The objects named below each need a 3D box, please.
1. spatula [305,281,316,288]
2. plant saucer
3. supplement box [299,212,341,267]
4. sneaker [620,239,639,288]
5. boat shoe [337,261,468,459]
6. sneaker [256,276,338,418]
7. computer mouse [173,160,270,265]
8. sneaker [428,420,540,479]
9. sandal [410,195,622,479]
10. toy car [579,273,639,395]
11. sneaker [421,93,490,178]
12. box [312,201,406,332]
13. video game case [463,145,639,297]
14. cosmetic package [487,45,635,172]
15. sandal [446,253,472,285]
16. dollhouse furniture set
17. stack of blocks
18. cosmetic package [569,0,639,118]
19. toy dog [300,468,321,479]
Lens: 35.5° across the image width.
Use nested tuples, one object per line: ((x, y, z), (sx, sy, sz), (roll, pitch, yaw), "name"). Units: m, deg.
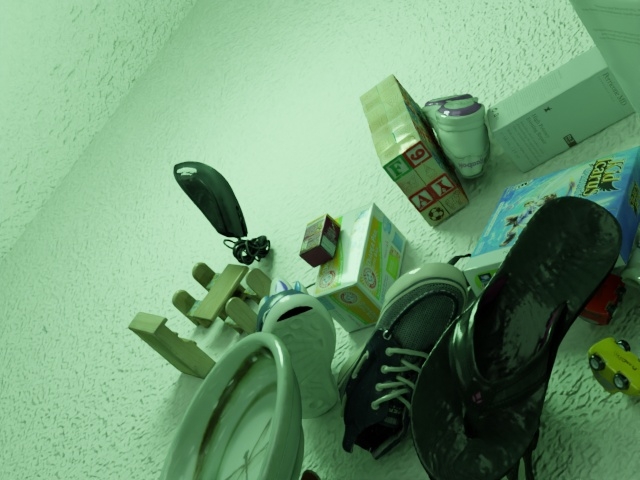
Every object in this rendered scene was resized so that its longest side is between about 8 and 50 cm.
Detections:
((-0.040, 0.110, 1.948), (0.296, 0.030, 0.084), (-51, -12, 0), "spatula")
((-0.119, 0.333, 1.451), (0.400, 0.100, 0.400), (-50, 25, 33), "plant saucer")
((0.000, 0.000, 1.827), (0.055, 0.043, 0.083), (-27, 34, 37), "supplement box")
((0.502, 0.080, 1.348), (0.091, 0.094, 0.258), (-58, 25, 11), "sneaker")
((0.127, 0.194, 1.510), (0.158, 0.127, 0.340), (-90, 20, -45), "boat shoe")
((-0.060, 0.130, 1.677), (0.130, 0.323, 0.236), (-19, 51, -6), "sneaker")
((-0.201, -0.074, 2.116), (0.072, 0.272, 0.188), (-41, -4, 13), "computer mouse")
((0.213, 0.282, 1.378), (0.147, 0.130, 0.330), (-20, 38, 30), "sneaker")
((0.247, 0.114, 1.304), (0.167, 0.107, 0.446), (24, 70, 22), "sandal")
((0.337, 0.135, 1.399), (0.225, 0.053, 0.239), (0, 38, -2), "toy car")
((0.261, -0.200, 1.919), (0.114, 0.152, 0.305), (-10, 13, 7), "sneaker")
((0.073, 0.049, 1.836), (0.103, 0.114, 0.203), (-21, 38, 33), "box")
((0.376, -0.030, 1.569), (0.244, 0.061, 0.269), (-16, 24, 35), "video game case")
((0.425, -0.231, 1.771), (0.231, 0.117, 0.085), (-30, 34, 23), "cosmetic package")
((0.197, 0.087, 1.658), (0.254, 0.054, 0.097), (-46, -12, -4), "sandal")
((-0.247, 0.134, 2.053), (0.212, 0.161, 0.242), (4, 55, 51), "dollhouse furniture set")
((0.177, -0.180, 1.940), (0.087, 0.171, 0.297), (-34, 31, 15), "stack of blocks")
((0.541, -0.249, 1.399), (0.156, 0.385, 0.217), (-51, 34, -10), "cosmetic package")
((-0.032, 0.443, 1.431), (0.333, 0.161, 0.220), (-5, 47, 46), "toy dog")
